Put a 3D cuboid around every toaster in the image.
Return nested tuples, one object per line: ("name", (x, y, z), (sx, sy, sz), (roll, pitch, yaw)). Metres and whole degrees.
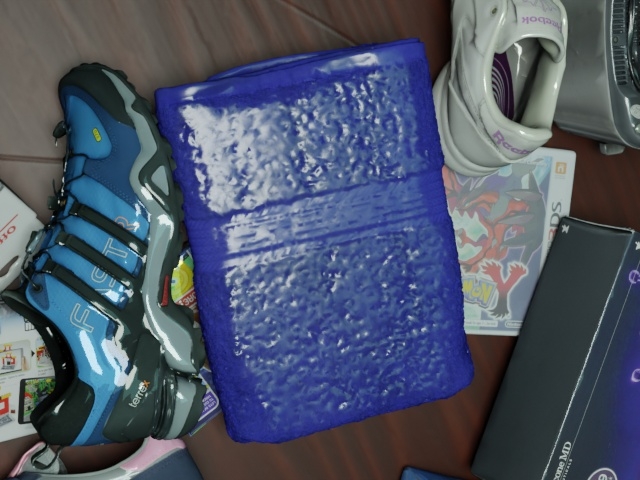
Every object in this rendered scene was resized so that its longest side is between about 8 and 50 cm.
("toaster", (0.277, -0.189, 0.901), (0.129, 0.146, 0.227), (-8, 99, -18))

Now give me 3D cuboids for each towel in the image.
("towel", (0.000, 0.000, 0.836), (0.227, 0.076, 0.308), (-12, 100, -10))

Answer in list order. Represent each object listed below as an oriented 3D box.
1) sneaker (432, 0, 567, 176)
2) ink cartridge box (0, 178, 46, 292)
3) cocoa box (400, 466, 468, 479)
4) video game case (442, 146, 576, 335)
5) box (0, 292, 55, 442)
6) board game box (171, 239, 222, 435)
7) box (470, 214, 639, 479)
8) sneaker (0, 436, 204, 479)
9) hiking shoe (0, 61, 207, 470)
("sneaker", (0.168, -0.210, 0.855), (0.114, 0.152, 0.305), (1, 88, -17))
("ink cartridge box", (-0.289, -0.020, 0.747), (0.060, 0.180, 0.104), (40, 80, 26))
("cocoa box", (0.162, 0.414, 0.883), (0.231, 0.228, 0.347), (17, 90, -20))
("video game case", (0.141, -0.003, 0.941), (0.201, 0.023, 0.183), (4, 94, -19))
("box", (-0.276, 0.102, 0.758), (0.207, 0.036, 0.114), (-7, 101, -45))
("board game box", (-0.073, 0.053, 0.869), (0.201, 0.035, 0.136), (-36, 105, -12))
("box", (0.279, 0.132, 0.947), (0.184, 0.103, 0.261), (20, 89, -26))
("sneaker", (-0.249, 0.239, 0.811), (0.319, 0.112, 0.131), (-15, 74, -13))
("hiking shoe", (-0.174, 0.008, 0.755), (0.132, 0.113, 0.304), (-7, 78, -27))
